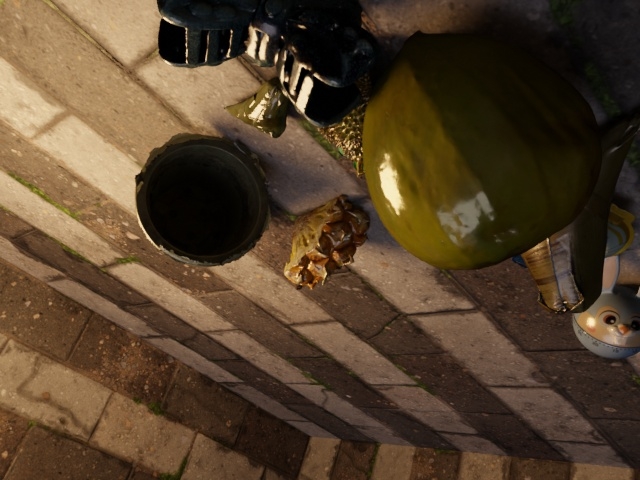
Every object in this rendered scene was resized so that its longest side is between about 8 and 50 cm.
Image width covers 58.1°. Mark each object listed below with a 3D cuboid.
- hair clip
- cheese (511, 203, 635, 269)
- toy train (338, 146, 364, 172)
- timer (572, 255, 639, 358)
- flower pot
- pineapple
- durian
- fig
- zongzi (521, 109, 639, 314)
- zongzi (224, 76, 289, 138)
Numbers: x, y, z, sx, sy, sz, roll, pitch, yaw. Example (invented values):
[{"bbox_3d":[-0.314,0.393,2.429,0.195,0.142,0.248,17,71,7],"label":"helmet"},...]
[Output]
[{"bbox_3d":[-0.067,-0.300,0.811,0.310,0.206,0.194,23,154,-4],"label":"hair clip"},{"bbox_3d":[0.485,0.001,1.119,0.177,0.069,0.270,25,150,-8],"label":"cheese"},{"bbox_3d":[0.133,-0.146,1.074,0.119,0.085,0.251,-19,133,34],"label":"toy train"},{"bbox_3d":[0.620,0.145,1.190,0.175,0.175,0.255,12,148,12],"label":"timer"},{"bbox_3d":[-0.270,-0.065,1.283,0.290,0.290,0.259,27,162,-13],"label":"flower pot"},{"bbox_3d":[0.000,0.000,1.326,0.236,0.186,0.114,-44,118,9],"label":"pineapple"},{"bbox_3d":[0.031,-0.200,0.948,0.146,0.102,0.208,2,109,67],"label":"durian"},{"bbox_3d":[0.207,-0.130,0.836,0.343,0.343,0.343,14,150,9],"label":"fig"},{"bbox_3d":[0.452,-0.029,0.942,0.289,0.123,0.260,-32,78,49],"label":"zongzi"},{"bbox_3d":[-0.118,-0.269,1.045,0.130,0.062,0.154,27,145,10],"label":"zongzi"}]
